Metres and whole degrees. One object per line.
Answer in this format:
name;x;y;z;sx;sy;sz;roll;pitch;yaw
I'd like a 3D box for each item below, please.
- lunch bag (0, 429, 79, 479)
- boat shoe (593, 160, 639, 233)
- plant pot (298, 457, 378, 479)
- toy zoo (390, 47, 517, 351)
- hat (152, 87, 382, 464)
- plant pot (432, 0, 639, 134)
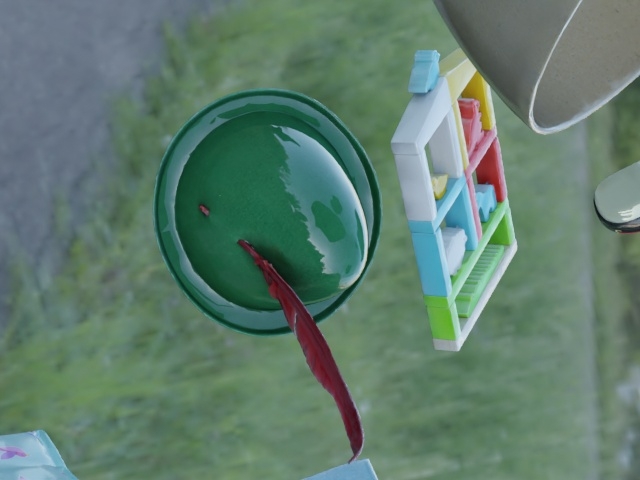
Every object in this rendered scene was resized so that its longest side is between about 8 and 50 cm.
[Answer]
lunch bag;-0.376;0.337;1.716;0.223;0.262;0.160;1;31;-42
boat shoe;0.256;-0.043;1.200;0.042;0.133;0.049;55;15;-72
plant pot;-0.037;0.375;1.414;0.247;0.247;0.252;-14;60;-36
toy zoo;0.135;-0.061;1.726;0.192;0.030;0.293;-54;139;-48
hat;0.000;0.000;1.160;0.208;0.173;0.183;58;-14;-17
plant pot;0.147;-0.229;0.984;0.191;0.284;0.284;42;12;16
